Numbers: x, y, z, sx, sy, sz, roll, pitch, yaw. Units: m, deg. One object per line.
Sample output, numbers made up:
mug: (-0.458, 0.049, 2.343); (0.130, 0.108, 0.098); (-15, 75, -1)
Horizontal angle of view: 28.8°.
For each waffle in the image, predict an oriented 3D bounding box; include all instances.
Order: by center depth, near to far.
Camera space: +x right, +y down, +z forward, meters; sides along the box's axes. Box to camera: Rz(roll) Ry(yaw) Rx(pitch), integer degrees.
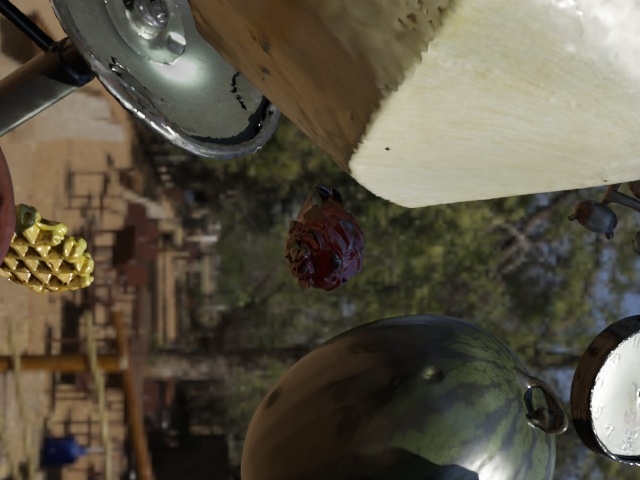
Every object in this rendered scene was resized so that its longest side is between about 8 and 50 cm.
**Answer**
waffle: (-0.462, 0.012, 1.880); (0.249, 0.253, 0.056); (-24, -138, 50)

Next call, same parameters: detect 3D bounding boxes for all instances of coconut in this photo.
coconut: (0.063, -0.113, 0.486); (0.222, 0.202, 0.202); (41, -17, 16)

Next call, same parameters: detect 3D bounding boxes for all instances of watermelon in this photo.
watermelon: (0.086, 0.218, 1.285); (0.279, 0.359, 0.279); (42, 29, -30)

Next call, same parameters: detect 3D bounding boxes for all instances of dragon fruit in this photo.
dragon fruit: (0.003, 0.005, 1.752); (0.121, 0.130, 0.142); (48, 49, -41)

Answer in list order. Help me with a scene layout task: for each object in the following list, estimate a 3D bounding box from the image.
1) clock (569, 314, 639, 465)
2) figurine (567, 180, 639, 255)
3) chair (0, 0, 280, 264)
clock: (0.384, 0.181, 1.492); (0.040, 0.184, 0.184); (-155, -117, -63)
figurine: (0.461, -0.055, 1.778); (0.103, 0.205, 0.260); (-124, -169, -76)
chair: (-0.242, -0.087, 0.903); (0.226, 0.401, 0.226); (33, 44, -39)
